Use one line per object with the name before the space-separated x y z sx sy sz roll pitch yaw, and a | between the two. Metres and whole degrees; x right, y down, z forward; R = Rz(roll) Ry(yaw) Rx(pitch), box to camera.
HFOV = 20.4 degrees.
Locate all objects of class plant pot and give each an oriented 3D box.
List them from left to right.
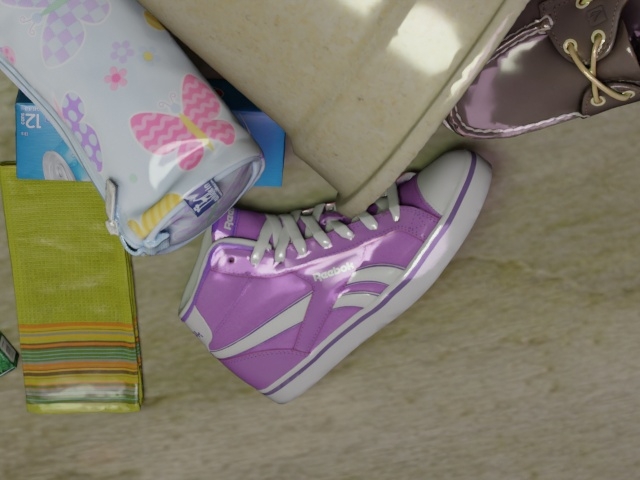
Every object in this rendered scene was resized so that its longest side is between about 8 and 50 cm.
plant pot | -0.014 -0.236 1.234 0.305 0.334 0.334 34 110 -6

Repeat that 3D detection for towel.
towel | -0.208 0.042 1.497 0.102 0.021 0.237 -4 116 -3

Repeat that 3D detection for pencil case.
pencil case | -0.161 -0.118 1.308 0.124 0.113 0.273 -38 80 1

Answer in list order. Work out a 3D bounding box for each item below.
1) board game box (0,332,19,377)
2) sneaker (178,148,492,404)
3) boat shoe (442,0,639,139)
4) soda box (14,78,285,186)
board game box | -0.402 0.119 1.518 0.260 0.030 0.136 -30 112 11
sneaker | 0.000 0.001 1.449 0.161 0.102 0.282 41 107 -17
boat shoe | 0.238 -0.160 1.385 0.324 0.096 0.116 -24 115 8
soda box | -0.134 -0.088 1.410 0.210 0.071 0.067 1 116 -5
